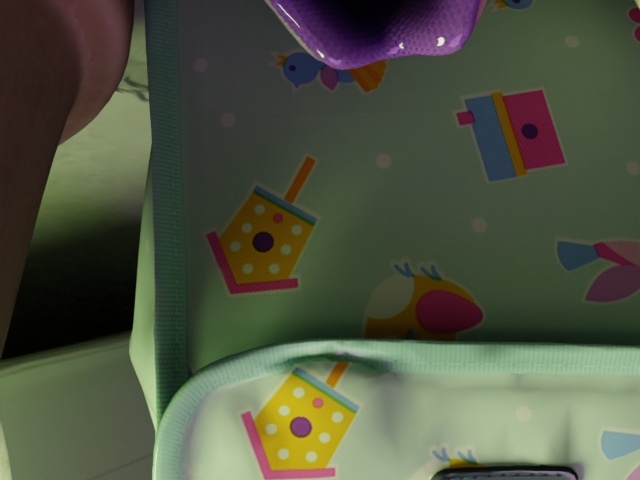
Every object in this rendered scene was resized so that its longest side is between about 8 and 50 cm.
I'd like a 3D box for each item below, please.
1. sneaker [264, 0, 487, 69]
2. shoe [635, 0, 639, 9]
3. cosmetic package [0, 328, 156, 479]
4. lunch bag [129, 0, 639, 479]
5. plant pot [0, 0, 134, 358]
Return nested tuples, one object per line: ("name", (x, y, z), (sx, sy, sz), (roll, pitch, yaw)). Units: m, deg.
("sneaker", (-0.003, -0.111, 0.255), (0.095, 0.104, 0.236), (-5, 158, 14))
("shoe", (0.106, -0.120, 0.314), (0.077, 0.058, 0.219), (-4, 161, 2))
("cosmetic package", (-0.162, 0.265, 0.745), (0.329, 0.393, 0.327), (-14, 178, 26))
("lunch bag", (0.046, 0.039, 0.451), (0.223, 0.262, 0.160), (1, 160, -7))
("plant pot", (-0.180, -0.002, 0.356), (0.263, 0.229, 0.263), (-4, 161, -1))
